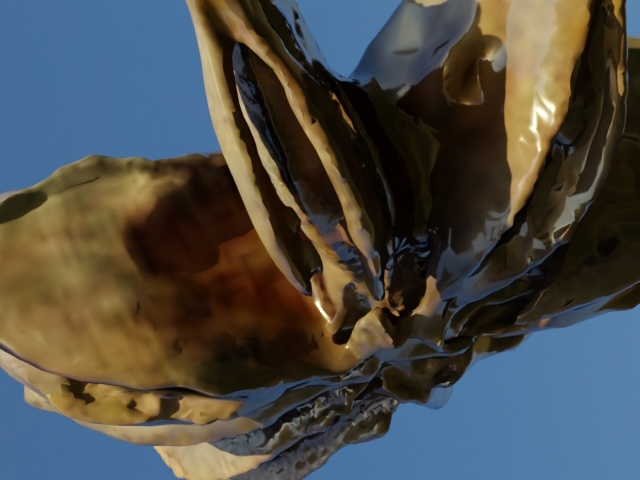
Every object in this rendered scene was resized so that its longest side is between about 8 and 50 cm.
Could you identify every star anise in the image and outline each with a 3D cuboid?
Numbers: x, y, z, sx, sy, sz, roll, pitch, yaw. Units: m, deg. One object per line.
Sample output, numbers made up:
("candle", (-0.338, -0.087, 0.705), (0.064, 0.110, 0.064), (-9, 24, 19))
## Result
("star anise", (0.000, 0.000, 0.466), (0.229, 0.236, 0.093), (-4, -119, -29))
